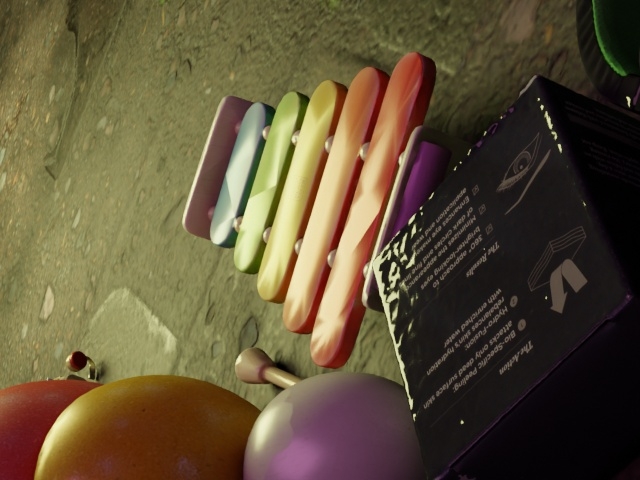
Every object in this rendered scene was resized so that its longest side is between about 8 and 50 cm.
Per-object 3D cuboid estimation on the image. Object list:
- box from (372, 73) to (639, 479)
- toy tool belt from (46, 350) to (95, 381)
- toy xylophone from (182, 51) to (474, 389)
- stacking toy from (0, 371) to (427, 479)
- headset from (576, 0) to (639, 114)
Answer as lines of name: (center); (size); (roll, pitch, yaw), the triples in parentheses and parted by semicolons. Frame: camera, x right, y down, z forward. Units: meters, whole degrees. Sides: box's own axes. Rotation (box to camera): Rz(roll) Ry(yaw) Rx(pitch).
box: (0.118, 0.031, 0.672); (0.156, 0.093, 0.158); (-50, 35, 34)
toy tool belt: (-0.258, 0.155, 1.295); (0.051, 0.052, 0.083); (-27, 51, 42)
toy xylophone: (0.000, 0.000, 0.904); (0.323, 0.081, 0.236); (2, 77, 60)
stacking toy: (-0.123, 0.204, 0.845); (0.480, 0.350, 0.350); (-25, 52, 34)
headset: (0.202, -0.167, 0.541); (0.394, 0.185, 0.243); (-151, 80, -72)
